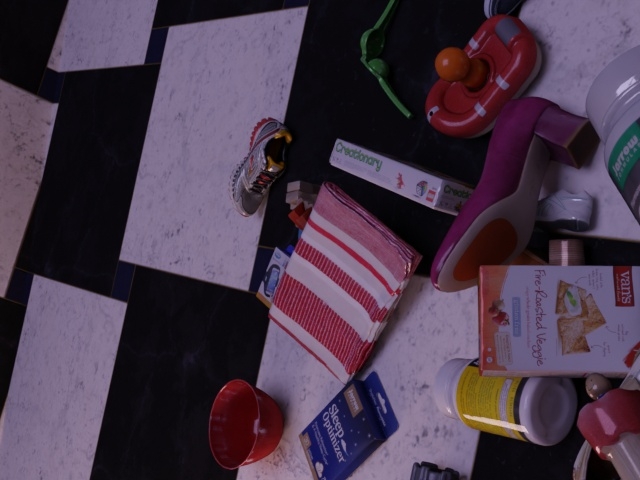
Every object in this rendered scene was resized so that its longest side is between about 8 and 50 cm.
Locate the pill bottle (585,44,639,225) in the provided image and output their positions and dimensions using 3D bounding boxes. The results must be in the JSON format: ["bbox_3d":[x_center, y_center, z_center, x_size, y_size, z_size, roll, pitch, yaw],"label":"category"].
[{"bbox_3d":[0.501,-0.084,1.387,0.204,0.204,0.361,-48,45,32],"label":"pill bottle"}]

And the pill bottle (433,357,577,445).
[{"bbox_3d":[0.282,0.243,1.640,0.208,0.119,0.119,2,81,52],"label":"pill bottle"}]

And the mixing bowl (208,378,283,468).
[{"bbox_3d":[-0.140,0.380,2.164,0.181,0.098,0.181,-22,62,48],"label":"mixing bowl"}]

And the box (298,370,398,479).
[{"bbox_3d":[0.049,0.359,1.979,0.225,0.036,0.136,-50,44,29],"label":"box"}]

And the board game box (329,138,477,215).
[{"bbox_3d":[0.177,-0.098,1.823,0.305,0.193,0.053,28,102,52],"label":"board game box"}]

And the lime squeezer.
[{"bbox_3d":[0.133,-0.366,2.095,0.110,0.059,0.310,-8,68,20],"label":"lime squeezer"}]

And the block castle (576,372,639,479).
[{"bbox_3d":[0.541,0.128,1.189,0.453,0.303,0.213,-51,43,29],"label":"block castle"}]

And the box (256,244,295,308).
[{"bbox_3d":[-0.086,0.077,2.248,0.081,0.028,0.136,37,110,51],"label":"box"}]

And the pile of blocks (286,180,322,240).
[{"bbox_3d":[0.000,0.000,2.089,0.362,0.113,0.149,46,116,49],"label":"pile of blocks"}]

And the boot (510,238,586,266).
[{"bbox_3d":[0.333,0.080,1.668,0.197,0.073,0.152,-8,77,54],"label":"boot"}]

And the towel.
[{"bbox_3d":[0.032,0.086,1.967,0.237,0.037,0.329,40,124,24],"label":"towel"}]

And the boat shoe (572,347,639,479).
[{"bbox_3d":[0.441,0.235,1.419,0.113,0.103,0.302,30,114,15],"label":"boat shoe"}]

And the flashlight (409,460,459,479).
[{"bbox_3d":[0.167,0.522,1.722,0.103,0.103,0.304,9,85,27],"label":"flashlight"}]

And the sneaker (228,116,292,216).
[{"bbox_3d":[-0.132,-0.158,2.331,0.093,0.088,0.225,31,104,51],"label":"sneaker"}]

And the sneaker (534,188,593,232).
[{"bbox_3d":[0.371,-0.048,1.680,0.152,0.054,0.061,2,65,50],"label":"sneaker"}]

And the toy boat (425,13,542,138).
[{"bbox_3d":[0.256,-0.286,1.812,0.231,0.151,0.151,-53,42,28],"label":"toy boat"}]

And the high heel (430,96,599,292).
[{"bbox_3d":[0.266,-0.076,1.669,0.377,0.127,0.181,-43,39,-17],"label":"high heel"}]

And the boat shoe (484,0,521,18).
[{"bbox_3d":[0.353,-0.448,1.808,0.183,0.065,0.083,-60,38,19],"label":"boat shoe"}]

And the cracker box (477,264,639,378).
[{"bbox_3d":[0.345,0.117,1.525,0.067,0.232,0.155,72,-162,-74],"label":"cracker box"}]
